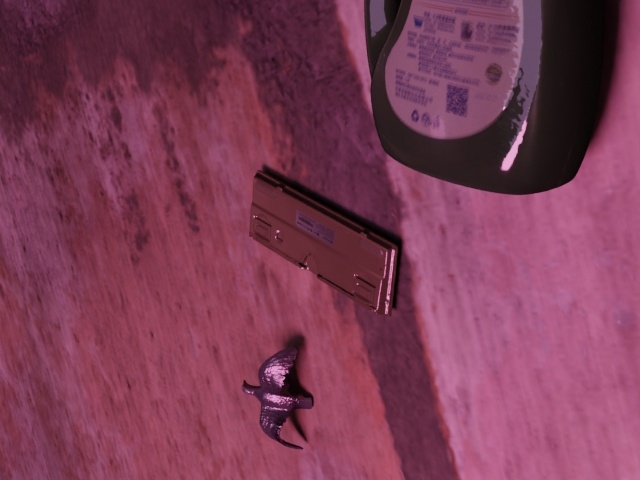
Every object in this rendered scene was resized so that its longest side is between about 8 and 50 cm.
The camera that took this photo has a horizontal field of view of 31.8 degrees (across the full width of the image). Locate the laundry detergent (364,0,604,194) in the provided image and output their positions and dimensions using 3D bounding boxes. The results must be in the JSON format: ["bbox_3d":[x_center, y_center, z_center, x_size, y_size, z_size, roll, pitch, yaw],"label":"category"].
[{"bbox_3d":[0.068,-0.134,0.512,0.137,0.063,0.211,24,124,51],"label":"laundry detergent"}]

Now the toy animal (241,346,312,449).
[{"bbox_3d":[-0.031,0.104,0.771,0.050,0.028,0.084,23,126,42],"label":"toy animal"}]

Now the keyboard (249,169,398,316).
[{"bbox_3d":[0.000,0.000,0.698,0.129,0.015,0.049,30,123,41],"label":"keyboard"}]
